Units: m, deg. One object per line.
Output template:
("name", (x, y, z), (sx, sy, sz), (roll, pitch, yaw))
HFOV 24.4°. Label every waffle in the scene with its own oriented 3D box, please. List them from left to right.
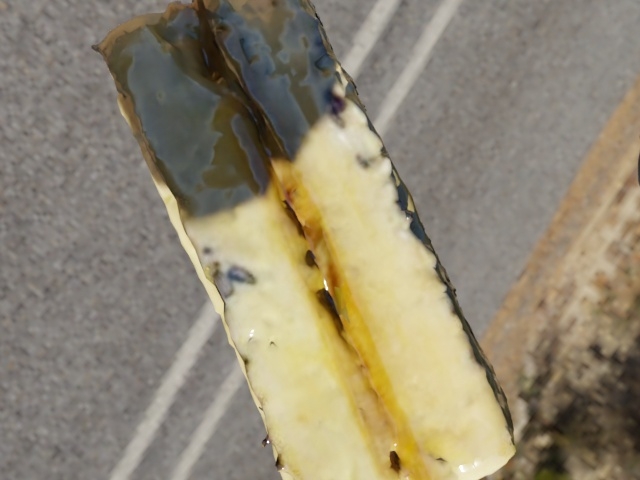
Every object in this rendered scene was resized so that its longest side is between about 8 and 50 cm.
("waffle", (-0.001, 0.000, 0.818), (0.114, 0.261, 0.376), (-27, 179, 4))

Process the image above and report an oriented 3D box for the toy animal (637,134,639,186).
("toy animal", (0.297, -0.070, 0.985), (0.218, 0.116, 0.179), (-12, -114, 65))
